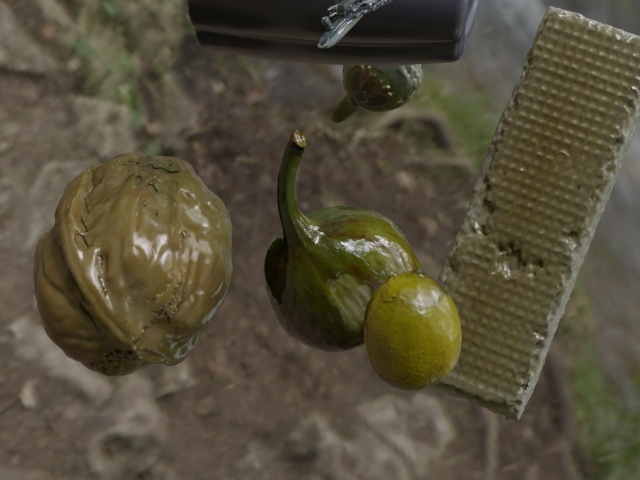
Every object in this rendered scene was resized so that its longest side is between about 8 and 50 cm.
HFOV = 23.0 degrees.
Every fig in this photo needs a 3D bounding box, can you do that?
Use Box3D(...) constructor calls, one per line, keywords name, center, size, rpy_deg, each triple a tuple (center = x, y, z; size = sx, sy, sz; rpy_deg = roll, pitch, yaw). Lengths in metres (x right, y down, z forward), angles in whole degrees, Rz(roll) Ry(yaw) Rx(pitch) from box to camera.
Box3D(name="fig", center=(0.000, 0.000, 1.422), size=(0.245, 0.149, 0.149), rpy_deg=(59, 36, -47))

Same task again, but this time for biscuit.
Box3D(name="biscuit", center=(0.223, -0.028, 1.663), size=(0.078, 0.144, 0.426), rpy_deg=(17, 94, -76))

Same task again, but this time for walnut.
Box3D(name="walnut", center=(-0.178, 0.023, 1.504), size=(0.198, 0.198, 0.245), rpy_deg=(34, 27, -25))

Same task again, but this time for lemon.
Box3D(name="lemon", center=(0.076, 0.080, 1.302), size=(0.082, 0.082, 0.111), rpy_deg=(-33, 126, -45))

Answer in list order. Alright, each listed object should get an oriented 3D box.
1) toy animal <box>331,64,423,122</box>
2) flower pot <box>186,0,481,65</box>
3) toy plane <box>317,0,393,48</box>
Box3D(name="toy animal", center=(0.068, -0.193, 1.850), size=(0.098, 0.137, 0.098), rpy_deg=(19, 53, -27))
Box3D(name="flower pot", center=(0.032, -0.278, 1.403), size=(0.243, 0.265, 0.265), rpy_deg=(12, 54, 10))
Box3D(name="toy plane", center=(0.026, -0.156, 1.055), size=(0.084, 0.078, 0.024), rpy_deg=(-36, 114, -28))
